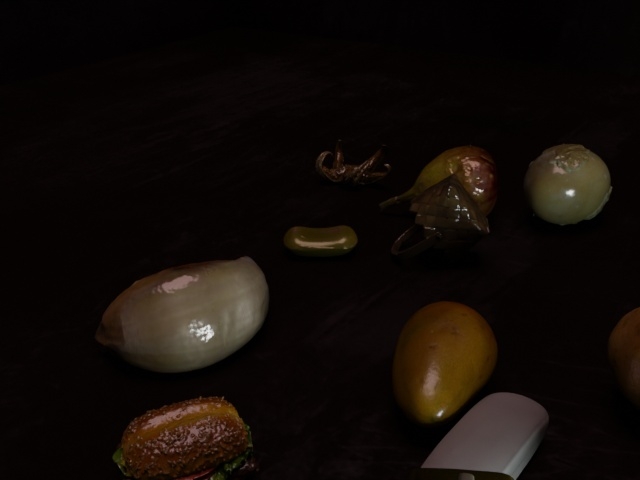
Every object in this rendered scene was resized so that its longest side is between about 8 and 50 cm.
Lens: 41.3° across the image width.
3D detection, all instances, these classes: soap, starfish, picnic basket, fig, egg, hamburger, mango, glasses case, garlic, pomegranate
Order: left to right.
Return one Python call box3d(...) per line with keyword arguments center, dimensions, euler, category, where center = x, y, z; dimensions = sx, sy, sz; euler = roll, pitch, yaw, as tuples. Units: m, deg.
box3d(center=(-0.165, 0.244, 1.022), dimensions=(0.165, 0.087, 0.137), euler=(-9, 26, -18), category="hamburger")
box3d(center=(-0.177, 0.086, 1.322), dimensions=(0.196, 0.151, 0.338), euler=(3, 20, 40), category="garlic")
box3d(center=(0.000, 0.001, 1.604), dimensions=(0.140, 0.045, 0.089), euler=(-1, 22, 1), category="soap")
box3d(center=(0.090, -0.172, 1.947), dimensions=(0.189, 0.074, 0.146), euler=(16, 30, 31), category="starfish")
box3d(center=(0.209, -0.020, 1.564), dimensions=(0.178, 0.138, 0.128), euler=(-35, 9, 17), category="picnic basket")
box3d(center=(0.239, -0.097, 1.738), dimensions=(0.257, 0.159, 0.159), euler=(-15, 20, 19), category="fig")
box3d(center=(0.169, 0.166, 1.157), dimensions=(0.138, 0.113, 0.253), euler=(5, 27, 13), category="mango")
box3d(center=(0.199, 0.254, 1.026), dimensions=(0.092, 0.059, 0.233), euler=(17, 29, 30), category="glasses case")
box3d(center=(0.497, -0.114, 1.709), dimensions=(0.201, 0.164, 0.164), euler=(-16, 28, -39), category="egg")
box3d(center=(0.477, 0.158, 1.096), dimensions=(0.196, 0.196, 0.196), euler=(0, 24, 0), category="pomegranate")

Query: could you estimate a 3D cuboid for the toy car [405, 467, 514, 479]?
box3d(center=(0.121, 0.303, 0.753), dimensions=(0.204, 0.198, 0.248), euler=(3, 26, 6), category="toy car")
